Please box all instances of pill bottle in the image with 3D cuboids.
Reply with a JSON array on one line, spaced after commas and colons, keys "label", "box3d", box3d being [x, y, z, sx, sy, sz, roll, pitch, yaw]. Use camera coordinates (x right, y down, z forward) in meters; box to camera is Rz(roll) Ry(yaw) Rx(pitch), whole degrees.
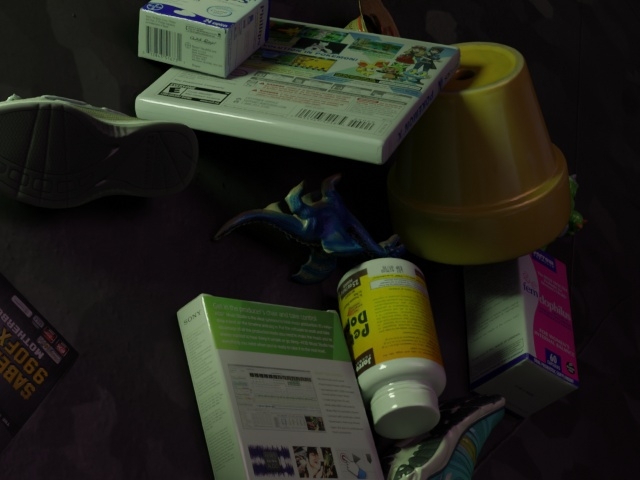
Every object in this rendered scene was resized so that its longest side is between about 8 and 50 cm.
[{"label": "pill bottle", "box3d": [0.091, 0.137, 1.974, 0.117, 0.117, 0.215, 23, 43, -37]}]

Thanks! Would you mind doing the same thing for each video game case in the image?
[{"label": "video game case", "box3d": [-0.022, -0.201, 1.995, 0.300, 0.329, 0.036, -52, 148, -53]}]

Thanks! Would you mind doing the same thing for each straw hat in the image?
[{"label": "straw hat", "box3d": [0.067, -0.303, 2.342, 0.144, 0.061, 0.144, 47, 31, -42]}]

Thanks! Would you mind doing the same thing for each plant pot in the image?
[{"label": "plant pot", "box3d": [0.206, -0.130, 2.135, 0.254, 0.254, 0.239, -58, 144, -51]}]

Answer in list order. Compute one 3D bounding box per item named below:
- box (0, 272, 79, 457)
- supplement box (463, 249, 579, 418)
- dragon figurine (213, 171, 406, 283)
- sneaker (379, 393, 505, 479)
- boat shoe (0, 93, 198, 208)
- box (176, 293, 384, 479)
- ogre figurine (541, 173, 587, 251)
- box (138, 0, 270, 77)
[{"label": "box", "box3d": [-0.369, 0.094, 1.539, 0.231, 0.056, 0.183, 48, 36, -11]}, {"label": "supplement box", "box3d": [0.281, 0.121, 2.222, 0.111, 0.114, 0.220, 29, 42, -31]}, {"label": "dragon figurine", "box3d": [0.000, 0.000, 2.011, 0.289, 0.085, 0.144, -15, 75, -54]}, {"label": "sneaker", "box3d": [0.156, 0.278, 1.993, 0.275, 0.107, 0.110, -38, 113, -49]}, {"label": "boat shoe", "box3d": [-0.282, -0.104, 1.765, 0.320, 0.103, 0.118, -4, 105, -47]}, {"label": "box", "box3d": [-0.035, 0.225, 1.827, 0.232, 0.058, 0.322, 11, 57, -45]}, {"label": "ogre figurine", "box3d": [0.337, -0.033, 2.397, 0.097, 0.118, 0.197, 55, 36, -2]}, {"label": "box", "box3d": [-0.147, -0.277, 2.011, 0.126, 0.072, 0.137, 15, 33, 17]}]
